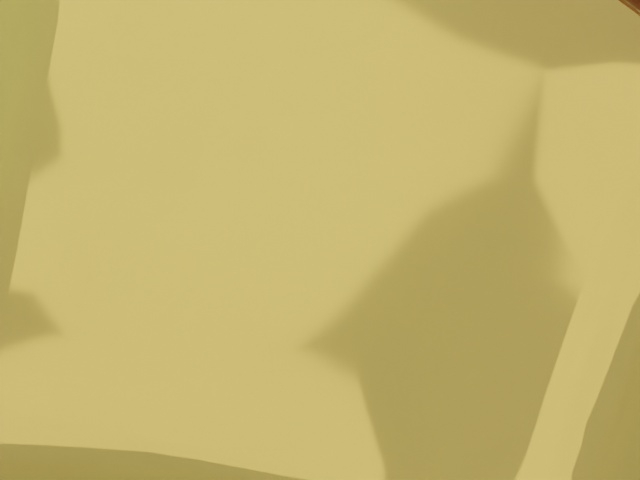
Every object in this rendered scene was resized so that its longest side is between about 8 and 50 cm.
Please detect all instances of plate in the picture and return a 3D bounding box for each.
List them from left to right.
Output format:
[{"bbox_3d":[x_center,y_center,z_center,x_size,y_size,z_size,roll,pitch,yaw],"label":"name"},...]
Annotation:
[{"bbox_3d":[0.000,0.000,0.565,0.277,0.045,0.278,11,118,-10],"label":"plate"}]

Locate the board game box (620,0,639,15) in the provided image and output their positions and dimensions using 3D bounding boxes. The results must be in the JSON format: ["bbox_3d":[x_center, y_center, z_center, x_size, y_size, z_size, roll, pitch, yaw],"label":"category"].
[{"bbox_3d":[0.107,-0.129,0.454,0.281,0.027,0.145,32,117,-19],"label":"board game box"}]
